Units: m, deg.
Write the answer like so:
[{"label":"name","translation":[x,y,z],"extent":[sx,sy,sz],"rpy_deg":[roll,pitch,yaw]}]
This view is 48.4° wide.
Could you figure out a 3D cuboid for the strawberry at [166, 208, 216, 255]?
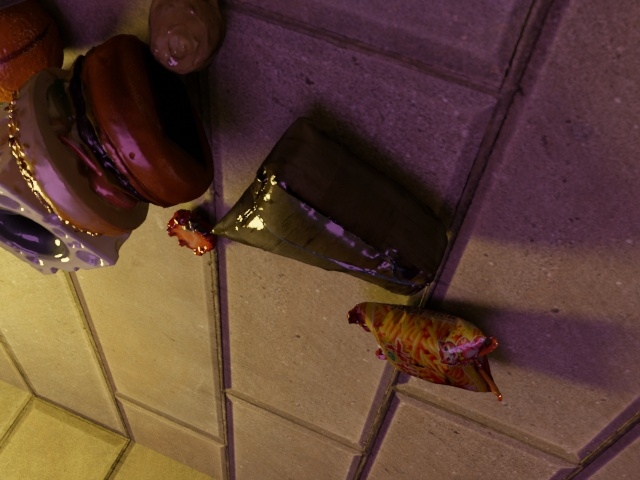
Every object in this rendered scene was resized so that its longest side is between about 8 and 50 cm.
[{"label":"strawberry","translation":[-0.254,-0.018,1.420],"extent":[0.104,0.048,0.152],"rpy_deg":[22,159,-3]}]

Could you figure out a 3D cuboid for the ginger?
[{"label":"ginger","translation":[-0.201,-0.273,1.002],"extent":[0.115,0.123,0.193],"rpy_deg":[19,155,-7]}]

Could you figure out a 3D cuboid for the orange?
[{"label":"orange","translation":[-0.507,-0.305,1.121],"extent":[0.193,0.161,0.193],"rpy_deg":[16,147,11]}]

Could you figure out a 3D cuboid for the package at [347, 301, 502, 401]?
[{"label":"package","translation":[0.207,0.198,1.335],"extent":[0.288,0.108,0.223],"rpy_deg":[15,149,31]}]

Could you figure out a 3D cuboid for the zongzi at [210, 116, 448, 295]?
[{"label":"zongzi","translation":[0.000,0.000,1.165],"extent":[0.323,0.160,0.360],"rpy_deg":[37,144,-12]}]

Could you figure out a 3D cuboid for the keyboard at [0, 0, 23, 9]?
[{"label":"keyboard","translation":[-0.438,-0.367,1.033],"extent":[0.129,0.049,0.015],"rpy_deg":[-22,161,-2]}]

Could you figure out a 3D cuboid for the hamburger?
[{"label":"hamburger","translation":[-0.309,-0.151,1.052],"extent":[0.225,0.291,0.291],"rpy_deg":[-23,127,14]}]

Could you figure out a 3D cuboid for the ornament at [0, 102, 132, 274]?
[{"label":"ornament","translation":[-0.464,-0.104,1.251],"extent":[0.240,0.240,0.239],"rpy_deg":[-7,140,40]}]

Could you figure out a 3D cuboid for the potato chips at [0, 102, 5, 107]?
[{"label":"potato chips","translation":[-0.552,-0.264,1.321],"extent":[0.092,0.028,0.207],"rpy_deg":[40,145,-18]}]
